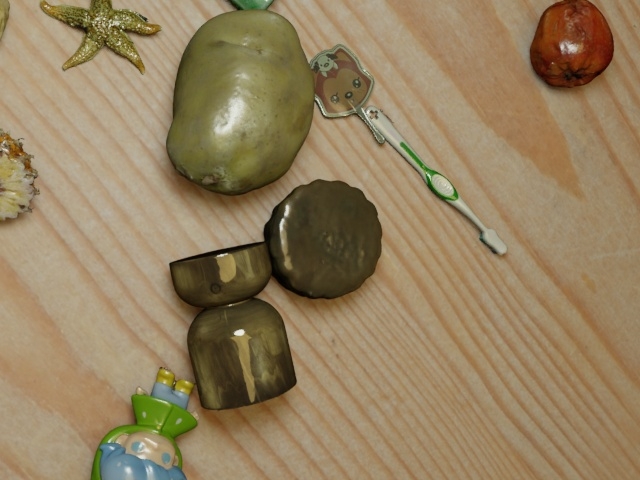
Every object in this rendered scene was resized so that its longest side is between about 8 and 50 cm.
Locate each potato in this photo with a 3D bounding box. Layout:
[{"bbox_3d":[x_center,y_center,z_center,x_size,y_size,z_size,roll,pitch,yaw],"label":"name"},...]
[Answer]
[{"bbox_3d":[-0.136,-0.237,1.350,0.243,0.221,0.327,13,75,-28],"label":"potato"}]

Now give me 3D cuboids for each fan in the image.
[{"bbox_3d":[0.060,-0.280,1.511,0.132,0.009,0.220,-37,93,-13],"label":"fan"}]

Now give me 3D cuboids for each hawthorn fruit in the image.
[{"bbox_3d":[0.520,-0.410,1.606,0.173,0.173,0.179,-25,71,-16],"label":"hawthorn fruit"}]

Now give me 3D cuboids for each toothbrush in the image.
[{"bbox_3d":[0.239,-0.120,1.563,0.418,0.040,0.042,45,79,-12],"label":"toothbrush"}]

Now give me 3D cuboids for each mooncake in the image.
[{"bbox_3d":[0.000,0.000,1.446,0.228,0.124,0.228,2,85,-22],"label":"mooncake"}]

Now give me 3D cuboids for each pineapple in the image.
[{"bbox_3d":[-0.560,-0.131,1.275,0.175,0.137,0.161,-2,134,-17],"label":"pineapple"}]

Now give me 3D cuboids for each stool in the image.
[{"bbox_3d":[-0.154,0.148,1.363,0.179,0.179,0.264,-13,94,-18],"label":"stool"}]

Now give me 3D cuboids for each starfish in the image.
[{"bbox_3d":[-0.398,-0.371,1.362,0.208,0.053,0.176,34,89,-9],"label":"starfish"}]

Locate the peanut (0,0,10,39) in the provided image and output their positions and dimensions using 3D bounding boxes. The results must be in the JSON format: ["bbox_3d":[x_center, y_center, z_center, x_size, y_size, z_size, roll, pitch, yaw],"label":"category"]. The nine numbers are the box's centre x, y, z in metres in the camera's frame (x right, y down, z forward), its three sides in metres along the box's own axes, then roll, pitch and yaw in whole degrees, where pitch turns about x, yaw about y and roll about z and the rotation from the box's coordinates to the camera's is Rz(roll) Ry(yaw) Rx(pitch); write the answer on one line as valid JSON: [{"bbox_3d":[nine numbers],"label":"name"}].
[{"bbox_3d":[-0.608,-0.334,1.257,0.120,0.110,0.236,43,79,-27],"label":"peanut"}]

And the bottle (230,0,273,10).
[{"bbox_3d":[-0.216,-0.544,1.393,0.330,0.093,0.093,42,78,-13],"label":"bottle"}]

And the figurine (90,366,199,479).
[{"bbox_3d":[-0.301,0.360,1.343,0.162,0.143,0.263,31,63,-23],"label":"figurine"}]
